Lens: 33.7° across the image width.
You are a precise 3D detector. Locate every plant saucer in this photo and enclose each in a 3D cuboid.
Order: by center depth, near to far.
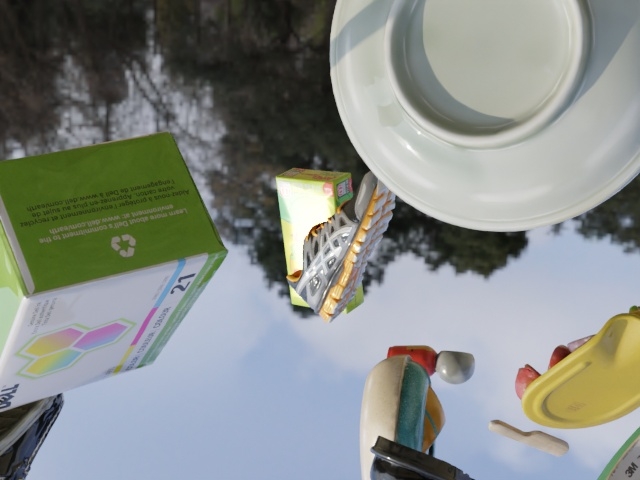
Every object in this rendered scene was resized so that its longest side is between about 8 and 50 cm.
[{"bbox_3d":[0.181,-0.206,1.116,0.401,0.400,0.100,9,-173,23],"label":"plant saucer"}]

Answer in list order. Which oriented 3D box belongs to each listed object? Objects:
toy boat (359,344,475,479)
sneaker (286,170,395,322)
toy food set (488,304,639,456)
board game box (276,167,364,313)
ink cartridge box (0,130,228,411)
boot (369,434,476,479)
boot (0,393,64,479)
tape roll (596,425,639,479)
[{"bbox_3d":[0.157,0.266,1.688,0.148,0.267,0.318,5,-149,14],"label":"toy boat"},{"bbox_3d":[0.023,0.001,1.293,0.083,0.214,0.084,33,-153,15],"label":"sneaker"},{"bbox_3d":[0.259,0.124,1.041,0.128,0.218,0.071,19,-135,-28],"label":"toy food set"},{"bbox_3d":[0.000,0.000,1.388,0.092,0.181,0.043,8,-156,34],"label":"board game box"},{"bbox_3d":[-0.214,0.039,0.666,0.255,0.097,0.189,-16,159,-32],"label":"ink cartridge box"},{"bbox_3d":[0.129,0.442,1.428,0.131,0.260,0.348,10,151,40],"label":"boot"},{"bbox_3d":[-0.251,0.228,0.799,0.085,0.178,0.236,-1,-145,29],"label":"boot"},{"bbox_3d":[0.526,0.339,1.582,0.077,0.321,0.321,41,-160,5],"label":"tape roll"}]
